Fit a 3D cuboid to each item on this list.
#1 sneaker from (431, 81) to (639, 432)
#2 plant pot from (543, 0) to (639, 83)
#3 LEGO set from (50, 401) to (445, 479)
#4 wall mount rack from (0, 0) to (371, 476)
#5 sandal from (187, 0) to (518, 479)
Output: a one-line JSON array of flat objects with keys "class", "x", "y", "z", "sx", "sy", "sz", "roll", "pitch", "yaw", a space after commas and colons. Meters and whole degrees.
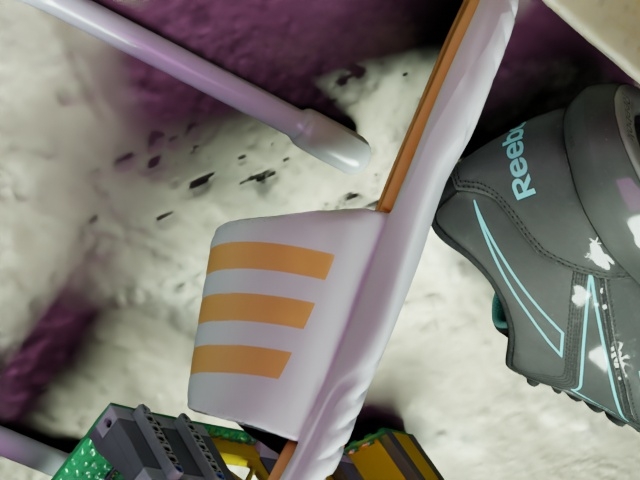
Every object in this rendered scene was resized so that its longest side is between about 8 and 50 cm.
[{"class": "sneaker", "x": 0.146, "y": 0.036, "z": 0.707, "sx": 0.106, "sy": 0.101, "sz": 0.267, "roll": -20, "pitch": 128, "yaw": 24}, {"class": "plant pot", "x": 0.188, "y": -0.205, "z": 0.446, "sx": 0.305, "sy": 0.334, "sz": 0.334, "roll": -48, "pitch": 121, "yaw": 3}, {"class": "LEGO set", "x": -0.048, "y": 0.237, "z": 0.668, "sx": 0.331, "sy": 0.192, "sz": 0.255, "roll": -46, "pitch": 139, "yaw": 11}, {"class": "wall mount rack", "x": -0.149, "y": 0.007, "z": 0.580, "sx": 0.350, "sy": 0.130, "sz": 0.304, "roll": -54, "pitch": 157, "yaw": 19}, {"class": "sandal", "x": -0.001, "y": 0.002, "z": 0.587, "sx": 0.076, "sy": 0.102, "sz": 0.265, "roll": 22, "pitch": 73, "yaw": 1}]
